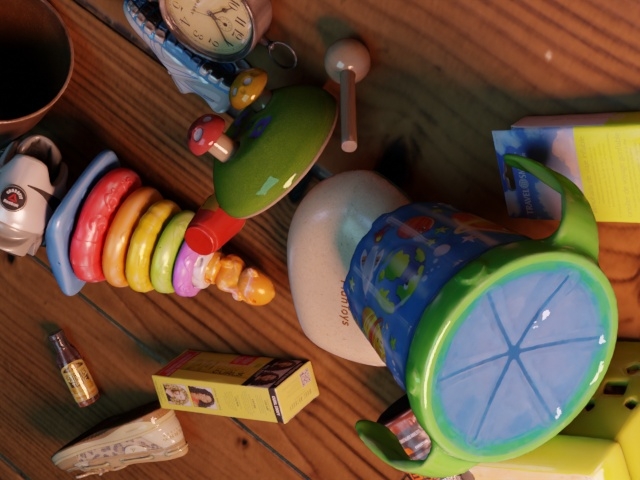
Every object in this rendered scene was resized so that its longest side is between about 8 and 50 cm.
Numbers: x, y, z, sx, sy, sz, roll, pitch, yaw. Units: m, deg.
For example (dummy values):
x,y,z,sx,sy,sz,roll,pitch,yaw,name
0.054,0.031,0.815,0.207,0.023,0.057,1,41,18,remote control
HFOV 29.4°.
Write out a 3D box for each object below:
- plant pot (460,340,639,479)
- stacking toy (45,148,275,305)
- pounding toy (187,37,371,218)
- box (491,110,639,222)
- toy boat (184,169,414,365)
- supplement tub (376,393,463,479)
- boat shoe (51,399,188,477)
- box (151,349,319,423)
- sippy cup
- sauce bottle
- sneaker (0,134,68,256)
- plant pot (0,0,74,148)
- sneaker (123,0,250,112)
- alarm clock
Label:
x,y,z,sx,sy,sz,roll,pitch,yaw,name
0.287,0.257,1.336,0.228,0.207,0.227,-3,114,40,plant pot
-0.195,0.015,1.616,0.301,0.166,0.175,20,143,14,stacking toy
-0.063,-0.138,1.366,0.110,0.183,0.237,39,131,-25,pounding toy
0.272,-0.075,1.258,0.178,0.042,0.109,2,116,38,box
0.000,0.000,1.463,0.318,0.148,0.268,21,132,18,toy boat
0.162,0.279,1.514,0.198,0.106,0.106,53,134,-2,supplement tub
-0.321,0.330,1.919,0.285,0.104,0.089,-25,97,43,boat shoe
-0.121,0.201,1.701,0.232,0.087,0.058,1,114,39,box
0.144,0.072,1.253,0.224,0.305,0.240,40,160,53,sippy cup
-0.395,0.203,1.942,0.042,0.042,0.128,-13,109,42,sauce bottle
-0.395,-0.072,1.674,0.122,0.330,0.146,24,92,-14,sneaker
-0.463,-0.208,1.656,0.215,0.215,0.230,50,150,2,plant pot
-0.175,-0.226,1.497,0.190,0.071,0.083,43,140,9,sneaker
-0.104,-0.262,1.416,0.192,0.064,0.129,38,142,-3,alarm clock
